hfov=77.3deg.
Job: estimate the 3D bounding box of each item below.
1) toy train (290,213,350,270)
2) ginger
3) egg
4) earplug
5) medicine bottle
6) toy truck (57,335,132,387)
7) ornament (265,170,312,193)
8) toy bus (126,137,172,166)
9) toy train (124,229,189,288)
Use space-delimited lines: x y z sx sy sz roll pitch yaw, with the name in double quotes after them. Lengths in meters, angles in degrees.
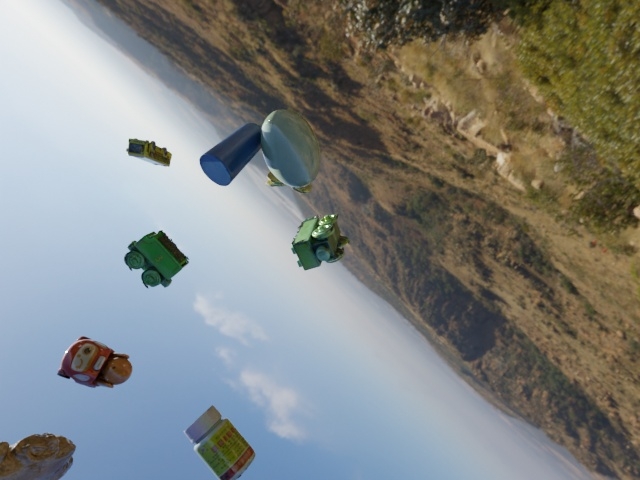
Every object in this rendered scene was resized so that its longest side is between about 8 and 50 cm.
0.000 0.000 1.630 0.271 0.188 0.159 -71 -40 -61 "toy train"
-0.524 0.403 0.727 0.074 0.137 0.213 55 -172 32 "ginger"
-0.107 -0.327 1.435 0.282 0.203 0.203 65 169 -16 "egg"
-0.298 -0.329 1.449 0.132 0.273 0.132 22 142 18 "earplug"
-0.335 0.679 1.334 0.225 0.139 0.139 47 176 7 "medicine bottle"
-0.988 0.554 1.787 0.239 0.189 0.265 -6 141 30 "toy truck"
-0.128 -0.281 1.781 0.201 0.059 0.180 12 -143 4 "ornament"
-0.646 -0.334 1.522 0.081 0.074 0.226 10 -178 0 "toy bus"
-0.706 0.079 1.722 0.243 0.188 0.132 49 -174 -9 "toy train"
